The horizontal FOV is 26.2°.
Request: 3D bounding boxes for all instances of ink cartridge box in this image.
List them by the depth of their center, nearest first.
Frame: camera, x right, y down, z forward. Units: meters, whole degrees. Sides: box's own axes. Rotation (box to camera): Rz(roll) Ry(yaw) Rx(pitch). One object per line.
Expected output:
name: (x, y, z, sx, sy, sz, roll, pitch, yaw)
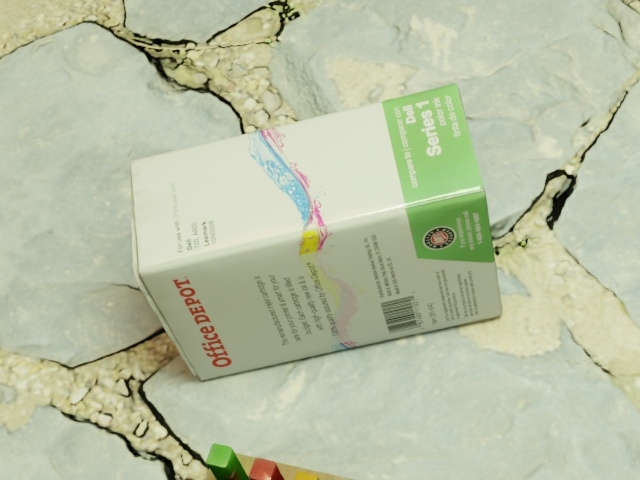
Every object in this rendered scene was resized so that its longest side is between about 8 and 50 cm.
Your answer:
ink cartridge box: (0.000, 0.000, 1.149, 0.278, 0.201, 0.117, -13, 57, 4)

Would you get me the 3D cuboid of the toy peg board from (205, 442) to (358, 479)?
toy peg board: (-0.040, 0.244, 1.083, 0.160, 0.079, 0.161, 10, 62, 17)
